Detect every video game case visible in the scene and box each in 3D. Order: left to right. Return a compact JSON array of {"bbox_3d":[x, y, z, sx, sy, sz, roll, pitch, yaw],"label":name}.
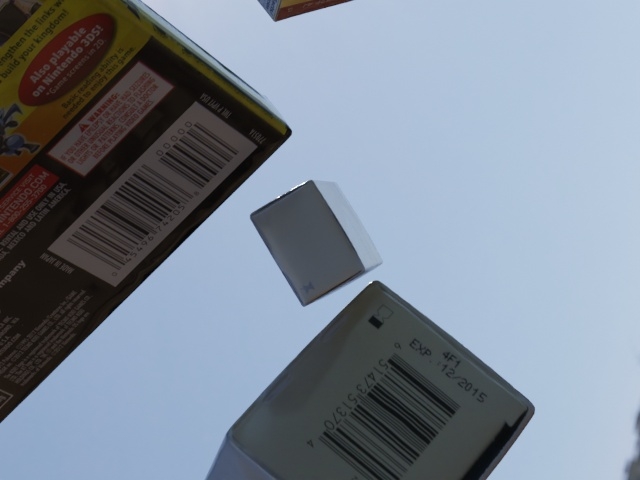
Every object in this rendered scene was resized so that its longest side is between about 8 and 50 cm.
[{"bbox_3d":[-0.182,-0.013,0.677,0.275,0.035,0.248,-44,-41,11],"label":"video game case"}]

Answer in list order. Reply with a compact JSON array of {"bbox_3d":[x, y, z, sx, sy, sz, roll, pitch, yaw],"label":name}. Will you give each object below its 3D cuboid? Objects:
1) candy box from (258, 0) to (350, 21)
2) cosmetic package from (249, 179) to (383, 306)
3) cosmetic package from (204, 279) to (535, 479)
[{"bbox_3d":[-0.035,-0.262,1.262,0.109,0.186,0.053,-20,-31,-30],"label":"candy box"},{"bbox_3d":[0.000,0.000,0.884,0.060,0.041,0.115,59,-173,1],"label":"cosmetic package"},{"bbox_3d":[0.002,0.175,1.002,0.153,0.129,0.296,-46,-10,-32],"label":"cosmetic package"}]
